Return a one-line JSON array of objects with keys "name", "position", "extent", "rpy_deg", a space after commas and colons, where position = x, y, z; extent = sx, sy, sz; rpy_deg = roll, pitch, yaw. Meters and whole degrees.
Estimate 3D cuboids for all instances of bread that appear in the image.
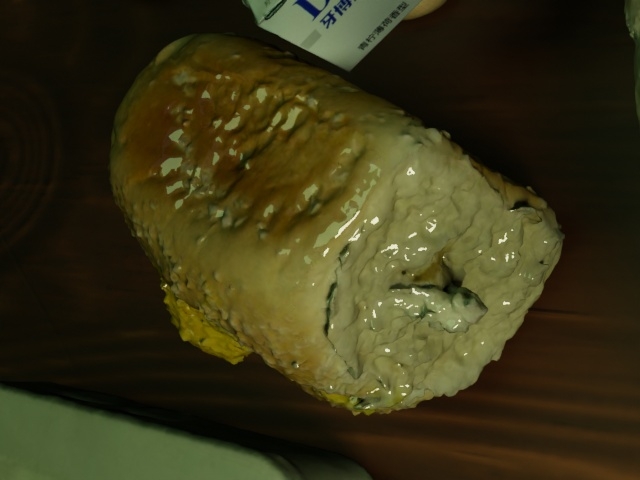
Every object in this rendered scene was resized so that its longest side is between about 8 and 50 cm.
[{"name": "bread", "position": [0.000, 0.000, 0.780], "extent": [0.246, 0.195, 0.176], "rpy_deg": [34, 99, 41]}]

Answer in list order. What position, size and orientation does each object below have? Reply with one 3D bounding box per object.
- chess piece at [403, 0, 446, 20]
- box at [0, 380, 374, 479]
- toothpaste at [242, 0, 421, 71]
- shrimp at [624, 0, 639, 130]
[{"name": "chess piece", "position": [0.054, -0.182, 0.877], "extent": [0.084, 0.038, 0.083], "rpy_deg": [-11, 74, 41]}, {"name": "box", "position": [-0.150, 0.305, 0.903], "extent": [0.396, 0.111, 0.396], "rpy_deg": [7, 85, 43]}, {"name": "toothpaste", "position": [0.093, -0.225, 0.670], "extent": [0.336, 0.081, 0.067], "rpy_deg": [-42, 53, 23]}, {"name": "shrimp", "position": [0.247, -0.037, 0.615], "extent": [0.221, 0.110, 0.445], "rpy_deg": [-1, 89, -1]}]
